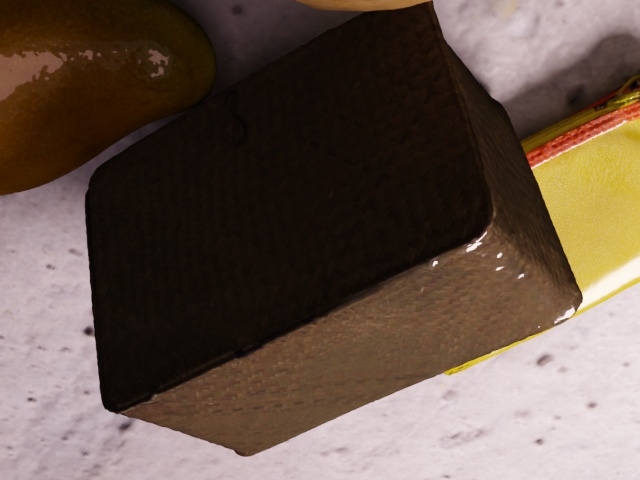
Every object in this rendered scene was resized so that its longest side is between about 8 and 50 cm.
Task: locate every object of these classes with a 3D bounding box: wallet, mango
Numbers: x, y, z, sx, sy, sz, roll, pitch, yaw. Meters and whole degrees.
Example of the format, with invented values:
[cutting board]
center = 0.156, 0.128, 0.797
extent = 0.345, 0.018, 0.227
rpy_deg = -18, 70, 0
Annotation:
[wallet]
center = 0.161, -0.013, 0.724
extent = 0.241, 0.067, 0.141
rpy_deg = -28, 116, 16
[mango]
center = -0.181, -0.102, 0.650
extent = 0.227, 0.099, 0.136
rpy_deg = -15, 123, 2

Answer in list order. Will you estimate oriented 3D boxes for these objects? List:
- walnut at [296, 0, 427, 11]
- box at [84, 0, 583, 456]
[walnut]
center = 0.011, -0.225, 0.485
extent = 0.228, 0.228, 0.228
rpy_deg = 1, 126, 2
[box]
center = -0.002, -0.001, 0.642
extent = 0.273, 0.184, 0.143
rpy_deg = -27, 147, 22
